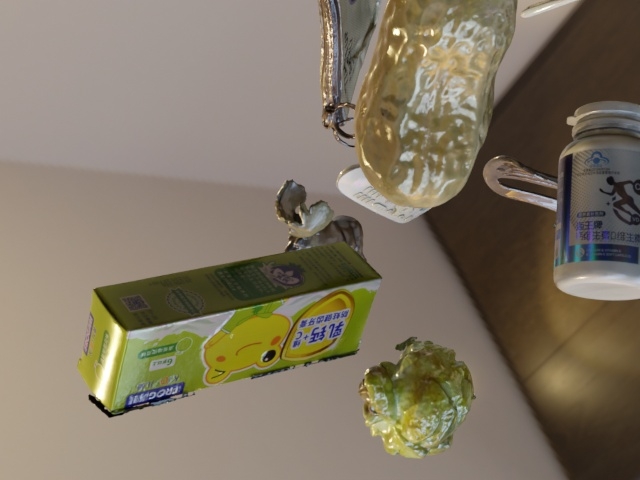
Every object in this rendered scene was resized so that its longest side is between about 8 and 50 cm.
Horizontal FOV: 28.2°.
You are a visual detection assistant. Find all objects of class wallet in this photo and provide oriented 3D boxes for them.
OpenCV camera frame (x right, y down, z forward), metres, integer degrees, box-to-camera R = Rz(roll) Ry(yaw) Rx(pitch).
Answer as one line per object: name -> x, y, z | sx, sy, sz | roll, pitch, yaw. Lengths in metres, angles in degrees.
wallet -> 0.036, -0.325, 1.661 | 0.068, 0.335, 0.275 | 2, -138, 9

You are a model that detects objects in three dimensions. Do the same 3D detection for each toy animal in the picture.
toy animal -> 0.000, 0.000, 1.808 | 0.094, 0.186, 0.214 | 3, -165, 21

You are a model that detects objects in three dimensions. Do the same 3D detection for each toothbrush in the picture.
toothbrush -> 0.232, -0.216, 1.079 | 0.014, 0.162, 0.017 | -40, -71, -38

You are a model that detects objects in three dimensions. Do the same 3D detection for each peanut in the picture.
peanut -> 0.117, -0.182, 1.357 | 0.143, 0.291, 0.159 | -1, -150, -22

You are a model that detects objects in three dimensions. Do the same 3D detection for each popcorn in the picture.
popcorn -> 0.140, 0.239, 1.970 | 0.212, 0.198, 0.198 | 12, -137, -28

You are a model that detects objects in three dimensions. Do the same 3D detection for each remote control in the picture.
remote control -> 0.104, -0.082, 2.110 | 0.229, 0.073, 0.044 | 23, -140, -51

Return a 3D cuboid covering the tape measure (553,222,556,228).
tape measure -> 0.425, -0.105, 1.771 | 0.084, 0.330, 0.164 | 52, -146, -8

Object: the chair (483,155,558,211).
chair -> 0.428, -0.021, 2.103 | 0.326, 0.175, 0.183 | 8, -99, -9

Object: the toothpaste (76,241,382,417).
toothpaste -> -0.091, 0.086, 1.335 | 0.327, 0.110, 0.077 | -11, -141, -36

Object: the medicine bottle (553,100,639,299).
medicine bottle -> 0.297, -0.041, 1.313 | 0.107, 0.107, 0.191 | 13, -106, -31
